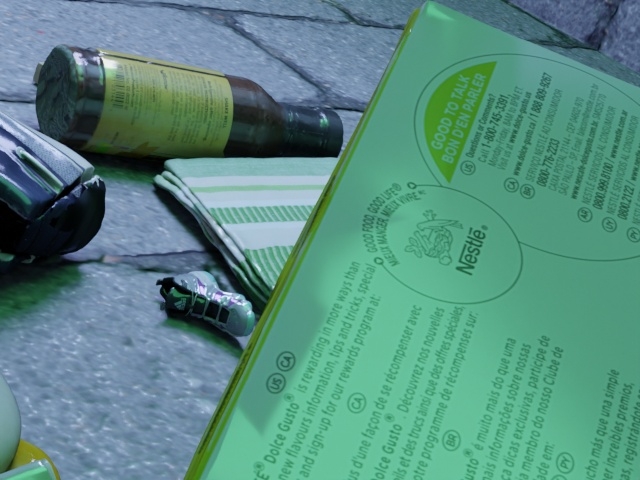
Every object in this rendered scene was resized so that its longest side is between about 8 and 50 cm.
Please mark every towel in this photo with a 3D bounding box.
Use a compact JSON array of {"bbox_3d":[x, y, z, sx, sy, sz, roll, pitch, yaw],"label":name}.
[{"bbox_3d":[0.000,0.000,1.520,0.248,0.038,0.325,-3,29,-29],"label":"towel"}]

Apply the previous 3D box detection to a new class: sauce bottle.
[{"bbox_3d":[-0.132,-0.132,1.652,0.344,0.111,0.111,8,25,-32],"label":"sauce bottle"}]

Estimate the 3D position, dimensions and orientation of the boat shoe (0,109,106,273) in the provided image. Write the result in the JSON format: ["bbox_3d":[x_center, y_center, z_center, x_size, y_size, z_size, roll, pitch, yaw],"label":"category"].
[{"bbox_3d":[-0.355,-0.085,1.292,0.340,0.127,0.158,24,14,5],"label":"boat shoe"}]

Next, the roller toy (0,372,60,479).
[{"bbox_3d":[-0.270,0.123,0.852,0.209,0.146,0.191,35,25,30],"label":"roller toy"}]

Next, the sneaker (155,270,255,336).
[{"bbox_3d":[-0.107,0.058,1.324,0.069,0.038,0.098,-1,21,-42],"label":"sneaker"}]

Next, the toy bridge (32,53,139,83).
[{"bbox_3d":[-0.256,-0.189,1.786,0.063,0.026,0.188,32,24,21],"label":"toy bridge"}]

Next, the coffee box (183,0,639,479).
[{"bbox_3d":[0.104,0.155,0.734,0.334,0.337,0.338,23,46,2],"label":"coffee box"}]

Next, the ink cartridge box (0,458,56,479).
[{"bbox_3d":[-0.208,0.177,0.634,0.212,0.154,0.093,-20,80,-25],"label":"ink cartridge box"}]
